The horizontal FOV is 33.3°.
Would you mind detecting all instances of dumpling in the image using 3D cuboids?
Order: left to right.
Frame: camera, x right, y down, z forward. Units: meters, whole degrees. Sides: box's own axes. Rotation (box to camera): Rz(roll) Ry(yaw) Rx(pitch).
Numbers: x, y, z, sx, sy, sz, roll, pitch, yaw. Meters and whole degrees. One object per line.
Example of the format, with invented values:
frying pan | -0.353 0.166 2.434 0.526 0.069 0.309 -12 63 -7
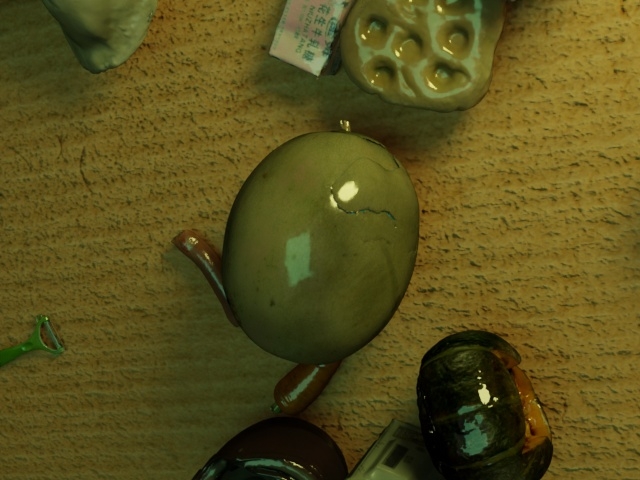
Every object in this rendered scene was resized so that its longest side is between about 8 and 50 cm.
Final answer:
dumpling | -0.342 -0.367 1.576 0.175 0.243 0.227 0 131 -17

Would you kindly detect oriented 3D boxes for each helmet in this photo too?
helmet | -0.077 0.391 1.652 0.225 0.177 0.305 43 127 -5

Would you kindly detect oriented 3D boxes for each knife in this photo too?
knife | -0.522 0.186 1.863 0.166 0.022 0.078 -23 90 25

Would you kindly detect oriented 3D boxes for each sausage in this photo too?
sausage | -0.164 0.058 1.667 0.047 0.040 0.177 -35 90 33

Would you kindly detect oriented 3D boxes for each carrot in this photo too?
carrot | 0.011 0.178 1.629 0.061 0.061 0.257 43 107 6

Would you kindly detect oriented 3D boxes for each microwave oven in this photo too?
microwave oven | 0.107 0.373 1.550 0.122 0.208 0.162 17 111 17

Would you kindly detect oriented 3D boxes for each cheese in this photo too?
cheese | 0.143 -0.270 1.404 0.235 0.117 0.218 -23 97 26

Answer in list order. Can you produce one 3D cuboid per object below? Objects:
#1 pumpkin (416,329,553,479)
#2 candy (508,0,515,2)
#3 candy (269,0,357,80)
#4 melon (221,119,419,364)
pumpkin | 0.216 0.240 1.457 0.159 0.238 0.238 -26 94 23
candy | 0.243 -0.397 1.299 0.137 0.185 0.195 -39 92 31
candy | 0.001 -0.310 1.476 0.092 0.073 0.160 29 115 17
melon | 0.000 0.000 1.458 0.268 0.268 0.330 18 102 17
